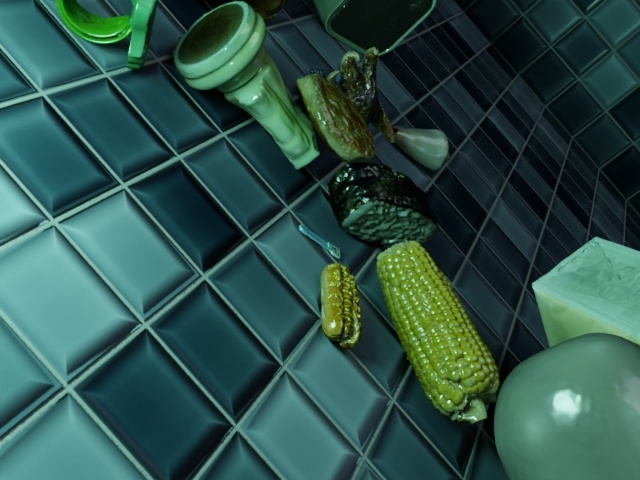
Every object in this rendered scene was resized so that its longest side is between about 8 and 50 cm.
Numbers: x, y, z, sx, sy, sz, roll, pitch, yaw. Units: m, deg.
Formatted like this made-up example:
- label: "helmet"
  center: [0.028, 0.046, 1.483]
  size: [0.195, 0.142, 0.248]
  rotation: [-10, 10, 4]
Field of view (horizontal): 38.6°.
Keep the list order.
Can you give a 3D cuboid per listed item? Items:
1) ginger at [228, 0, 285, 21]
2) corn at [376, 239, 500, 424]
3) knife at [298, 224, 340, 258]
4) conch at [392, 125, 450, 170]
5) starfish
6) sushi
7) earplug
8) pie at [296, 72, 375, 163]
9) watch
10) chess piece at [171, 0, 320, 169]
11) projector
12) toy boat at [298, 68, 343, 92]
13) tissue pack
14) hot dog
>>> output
- label: "ginger"
  center: [-0.169, -0.550, 1.847]
  size: [0.165, 0.172, 0.321]
  rotation: [20, 11, 33]
- label: "corn"
  center: [0.193, 0.149, 1.524]
  size: [0.130, 0.130, 0.346]
  rotation: [17, 42, -48]
- label: "knife"
  center: [0.000, 0.000, 1.555]
  size: [0.096, 0.010, 0.027]
  rotation: [34, 30, -28]
- label: "conch"
  center: [0.233, -0.222, 2.156]
  size: [0.176, 0.094, 0.104]
  rotation: [7, 57, -18]
- label: "starfish"
  center: [0.087, -0.280, 1.887]
  size: [0.238, 0.216, 0.071]
  rotation: [36, -9, -40]
- label: "sushi"
  center: [0.115, -0.066, 1.690]
  size: [0.225, 0.124, 0.127]
  rotation: [20, 41, -41]
- label: "earplug"
  center: [0.436, 0.345, 1.392]
  size: [0.313, 0.313, 0.394]
  rotation: [-3, 64, -58]
- label: "pie"
  center: [0.022, -0.214, 1.611]
  size: [0.193, 0.079, 0.163]
  rotation: [63, 15, 22]
- label: "watch"
  center: [-0.328, -0.354, 1.402]
  size: [0.152, 0.165, 0.131]
  rotation: [12, 40, -14]
- label: "chess piece"
  center: [-0.106, -0.263, 1.615]
  size: [0.298, 0.176, 0.175]
  rotation: [47, 23, -37]
- label: "projector"
  center: [0.116, -0.657, 2.326]
  size: [0.249, 0.248, 0.249]
  rotation: [20, 39, -45]
- label: "toy boat"
  center: [0.047, -0.319, 1.951]
  size: [0.223, 0.097, 0.100]
  rotation: [6, 53, -54]
- label: "tissue pack"
  center: [0.592, 0.237, 1.652]
  size: [0.332, 0.205, 0.404]
  rotation: [31, -31, 55]
- label: "hot dog"
  center: [0.032, 0.100, 1.434]
  size: [0.071, 0.045, 0.165]
  rotation: [34, 31, -25]
